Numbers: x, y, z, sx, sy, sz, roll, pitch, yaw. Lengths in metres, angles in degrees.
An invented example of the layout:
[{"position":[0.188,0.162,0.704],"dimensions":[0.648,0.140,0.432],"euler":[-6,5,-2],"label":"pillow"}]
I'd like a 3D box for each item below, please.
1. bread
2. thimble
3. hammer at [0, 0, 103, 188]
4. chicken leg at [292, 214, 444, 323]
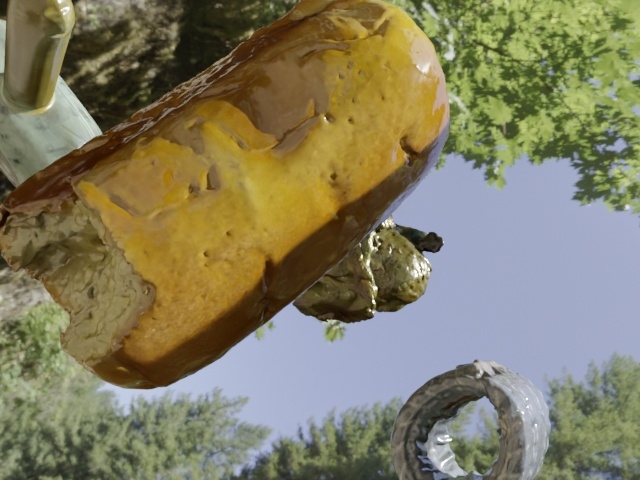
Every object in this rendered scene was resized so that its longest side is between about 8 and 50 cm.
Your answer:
[{"position":[-0.054,-0.036,0.444],"dimensions":[0.149,0.344,0.195],"euler":[35,-20,48],"label":"bread"},{"position":[0.234,0.301,0.879],"dimensions":[0.205,0.172,0.236],"euler":[24,-82,37],"label":"thimble"},{"position":[-0.270,-0.156,0.530],"dimensions":[0.202,0.113,0.305],"euler":[51,-31,-9],"label":"hammer"},{"position":[0.000,0.014,0.911],"dimensions":[0.140,0.361,0.211],"euler":[151,-39,-78],"label":"chicken leg"}]
